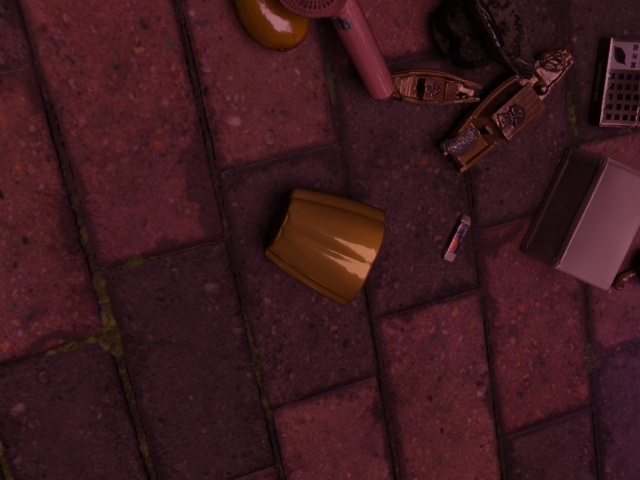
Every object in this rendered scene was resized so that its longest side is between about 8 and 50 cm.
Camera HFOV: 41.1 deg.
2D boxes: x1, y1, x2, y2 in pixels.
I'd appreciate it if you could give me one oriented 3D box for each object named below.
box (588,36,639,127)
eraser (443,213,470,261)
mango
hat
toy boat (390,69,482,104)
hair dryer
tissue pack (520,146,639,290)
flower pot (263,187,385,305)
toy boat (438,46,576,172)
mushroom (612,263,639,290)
[{"bbox_3d":[0.719,-0.324,1.786,0.324,0.047,0.180,-1,105,-20],"label":"box"},{"bbox_3d":[0.279,-0.005,1.738,0.027,0.019,0.099,22,98,-23],"label":"eraser"},{"bbox_3d":[-0.087,-0.419,1.456,0.130,0.092,0.195,-15,104,-13],"label":"mango"},{"bbox_3d":[0.282,-0.388,1.564,0.128,0.265,0.265,-21,117,30],"label":"hat"},{"bbox_3d":[0.208,-0.287,1.605,0.206,0.072,0.064,1,107,-18],"label":"toy boat"},{"bbox_3d":[0.051,-0.391,1.469,0.125,0.210,0.352,-10,131,25],"label":"hair dryer"},{"bbox_3d":[0.544,-0.049,1.743,0.136,0.159,0.246,21,98,-22],"label":"tissue pack"},{"bbox_3d":[0.000,0.000,1.564,0.179,0.195,0.195,23,97,-10],"label":"flower pot"},{"bbox_3d":[0.363,-0.256,1.643,0.321,0.121,0.089,-41,108,-4],"label":"toy boat"},{"bbox_3d":[0.711,0.080,1.884,0.129,0.073,0.088,-38,143,-3],"label":"mushroom"}]
